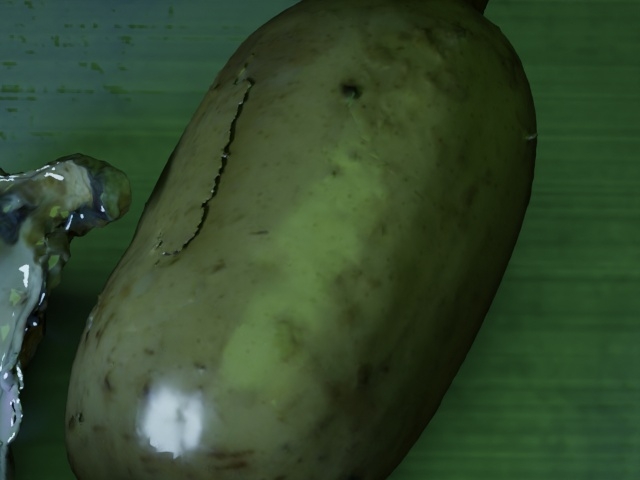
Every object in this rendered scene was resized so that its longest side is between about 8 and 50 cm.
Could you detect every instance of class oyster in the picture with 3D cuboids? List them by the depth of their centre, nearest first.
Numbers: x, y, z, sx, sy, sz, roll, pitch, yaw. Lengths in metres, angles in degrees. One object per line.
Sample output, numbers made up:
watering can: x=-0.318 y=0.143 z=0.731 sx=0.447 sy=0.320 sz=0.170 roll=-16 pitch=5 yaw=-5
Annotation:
oyster: x=-0.137 y=0.036 z=0.781 sx=0.081 sy=0.191 sz=0.163 roll=12 pitch=56 yaw=-42

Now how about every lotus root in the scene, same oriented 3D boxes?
lotus root: x=0.000 y=0.000 z=0.769 sx=0.146 sy=0.160 sz=0.284 roll=32 pitch=71 yaw=-30
